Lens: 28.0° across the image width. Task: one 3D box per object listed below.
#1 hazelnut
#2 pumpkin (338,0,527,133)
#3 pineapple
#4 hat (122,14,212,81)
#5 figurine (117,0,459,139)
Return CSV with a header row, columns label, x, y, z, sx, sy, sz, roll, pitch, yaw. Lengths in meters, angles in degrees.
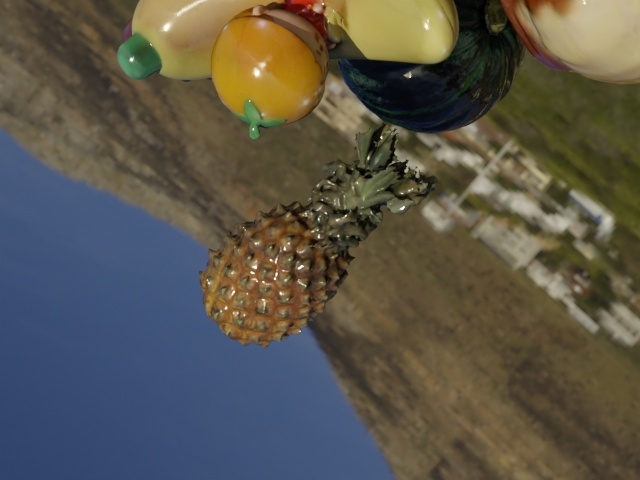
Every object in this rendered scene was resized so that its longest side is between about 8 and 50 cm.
label,x,y,z,sx,sy,sz,roll,pitch,yaw
hazelnut,0.269,-0.251,1.078,0.261,0.241,0.261,-1,-162,0
pumpkin,0.097,-0.241,1.436,0.248,0.248,0.248,37,-164,-13
pineapple,0.000,0.000,1.661,0.175,0.361,0.175,38,-148,-30
hat,-0.215,-0.314,2.038,0.206,0.089,0.205,1,-133,-1
figurine,-0.031,-0.193,1.176,0.325,0.222,0.124,9,136,29
